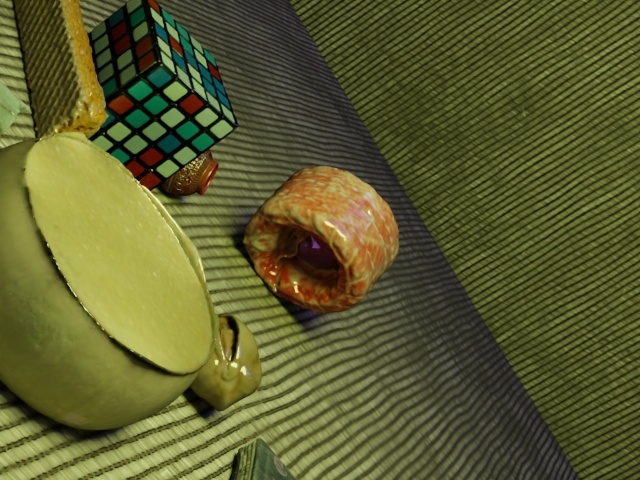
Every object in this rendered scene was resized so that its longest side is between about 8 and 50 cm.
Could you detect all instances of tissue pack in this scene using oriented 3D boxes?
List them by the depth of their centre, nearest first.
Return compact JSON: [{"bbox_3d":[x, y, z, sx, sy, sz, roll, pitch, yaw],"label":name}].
[{"bbox_3d":[-0.066,0.336,1.375,0.112,0.051,0.156,54,16,-16],"label":"tissue pack"}]

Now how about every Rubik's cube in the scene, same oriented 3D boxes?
[{"bbox_3d":[-0.261,-0.216,1.616,0.182,0.187,0.184,40,21,-45],"label":"Rubik's cube"}]

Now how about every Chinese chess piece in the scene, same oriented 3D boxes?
[{"bbox_3d":[-0.261,0.043,1.207,0.338,0.140,0.338,49,19,-24],"label":"Chinese chess piece"}]

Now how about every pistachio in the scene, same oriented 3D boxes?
[{"bbox_3d":[-0.133,0.155,1.442,0.113,0.113,0.149,49,11,-27],"label":"pistachio"}]

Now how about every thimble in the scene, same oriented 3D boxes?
[{"bbox_3d":[0.000,0.000,1.848,0.239,0.239,0.162,53,45,-15],"label":"thimble"}]

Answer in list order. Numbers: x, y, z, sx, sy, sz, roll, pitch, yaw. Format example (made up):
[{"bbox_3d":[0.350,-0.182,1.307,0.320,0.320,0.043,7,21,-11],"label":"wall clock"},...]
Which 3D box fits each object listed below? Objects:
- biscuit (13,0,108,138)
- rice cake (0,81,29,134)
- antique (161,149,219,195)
[{"bbox_3d":[-0.376,-0.277,1.557,0.054,0.094,0.378,38,25,-48],"label":"biscuit"},{"bbox_3d":[-0.435,-0.192,1.273,0.206,0.069,0.063,49,16,-36],"label":"rice cake"},{"bbox_3d":[-0.216,-0.118,1.718,0.104,0.104,0.104,51,17,-22],"label":"antique"}]
